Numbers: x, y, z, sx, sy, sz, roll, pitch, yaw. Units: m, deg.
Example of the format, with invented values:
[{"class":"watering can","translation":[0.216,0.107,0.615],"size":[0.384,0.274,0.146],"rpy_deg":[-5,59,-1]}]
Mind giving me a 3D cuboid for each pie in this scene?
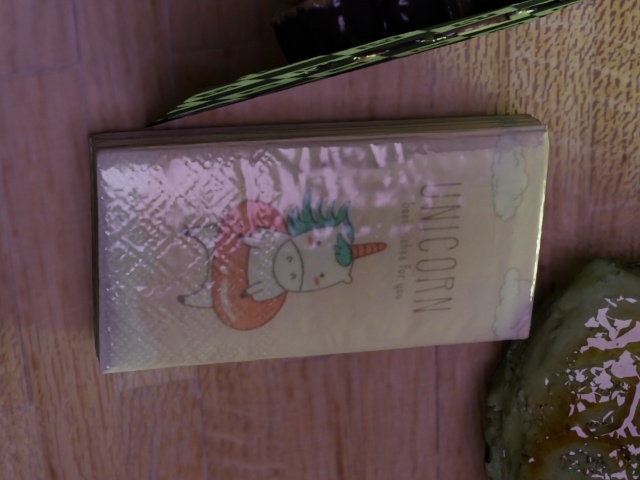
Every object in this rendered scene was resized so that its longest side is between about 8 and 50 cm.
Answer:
[{"class":"pie","translation":[0.323,0.206,1.239],"size":[0.395,0.180,0.418],"rpy_deg":[-5,107,-14]}]

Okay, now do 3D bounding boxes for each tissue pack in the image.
[{"class":"tissue pack","translation":[0.000,0.000,1.108],"size":[0.325,0.071,0.170],"rpy_deg":[-3,111,-15]}]

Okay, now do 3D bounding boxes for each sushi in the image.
[{"class":"sushi","translation":[0.034,-0.140,0.976],"size":[0.290,0.264,0.050],"rpy_deg":[-17,93,-12]}]
